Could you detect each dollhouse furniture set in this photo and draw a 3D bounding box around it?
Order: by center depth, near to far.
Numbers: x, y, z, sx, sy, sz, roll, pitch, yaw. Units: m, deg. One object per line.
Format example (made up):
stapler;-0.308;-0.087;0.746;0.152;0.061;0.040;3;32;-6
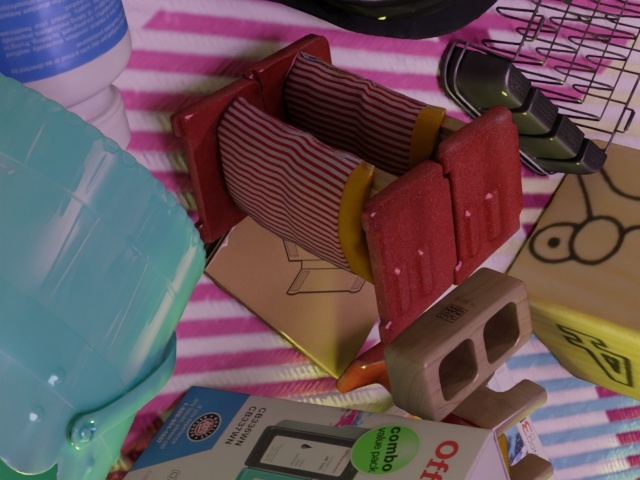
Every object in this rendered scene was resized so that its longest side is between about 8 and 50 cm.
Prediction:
dollhouse furniture set;0.040;0.053;1.199;0.152;0.201;0.374;-37;134;-31

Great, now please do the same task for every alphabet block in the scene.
alphabet block;0.325;0.042;1.504;0.192;0.197;0.193;-56;135;-14

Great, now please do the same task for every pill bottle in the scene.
pill bottle;-0.186;-0.150;0.971;0.124;0.124;0.221;-33;125;-33

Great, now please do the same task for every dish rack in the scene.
dish rack;0.235;-0.206;1.416;0.208;0.074;0.271;35;78;-47

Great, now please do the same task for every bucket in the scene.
bucket;-0.211;0.032;0.912;0.183;0.281;0.281;-60;137;-22

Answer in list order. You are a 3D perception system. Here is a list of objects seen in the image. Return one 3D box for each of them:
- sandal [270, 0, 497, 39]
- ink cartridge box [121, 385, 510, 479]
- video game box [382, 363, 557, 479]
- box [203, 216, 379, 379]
sandal;0.034;-0.229;1.175;0.446;0.107;0.167;-7;109;-44
ink cartridge box;-0.004;0.256;1.167;0.198;0.270;0.197;-55;137;-40
video game box;0.123;0.221;1.416;0.205;0.048;0.187;-32;98;-39
box;0.000;0.000;1.289;0.201;0.021;0.164;42;74;-44
